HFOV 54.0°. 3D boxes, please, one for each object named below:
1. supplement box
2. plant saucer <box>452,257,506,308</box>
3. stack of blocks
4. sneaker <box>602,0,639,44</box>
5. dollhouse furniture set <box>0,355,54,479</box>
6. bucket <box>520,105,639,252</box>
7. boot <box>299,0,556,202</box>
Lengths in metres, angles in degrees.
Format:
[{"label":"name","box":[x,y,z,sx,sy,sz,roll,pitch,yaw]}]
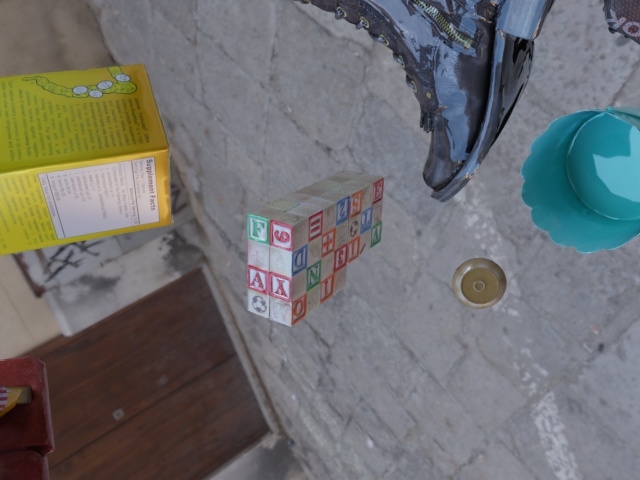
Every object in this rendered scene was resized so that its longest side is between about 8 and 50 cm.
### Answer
[{"label":"supplement box","box":[-0.424,-0.121,0.963,0.194,0.357,0.195,107,147,-53]},{"label":"plant saucer","box":[0.247,0.069,0.974,0.083,0.083,0.015,63,-166,-6]},{"label":"stack of blocks","box":[0.000,0.000,1.068,0.087,0.297,0.171,16,117,29]},{"label":"sneaker","box":[0.411,-0.261,0.724,0.276,0.097,0.135,36,180,-25]},{"label":"dollhouse furniture set","box":[-0.395,0.170,0.412,0.201,0.374,0.152,77,-176,-76]},{"label":"bucket","box":[0.555,-0.128,1.222,0.281,0.183,0.281,22,122,40]},{"label":"boot","box":[0.045,-0.168,0.460,0.229,0.091,0.263,26,138,14]}]
